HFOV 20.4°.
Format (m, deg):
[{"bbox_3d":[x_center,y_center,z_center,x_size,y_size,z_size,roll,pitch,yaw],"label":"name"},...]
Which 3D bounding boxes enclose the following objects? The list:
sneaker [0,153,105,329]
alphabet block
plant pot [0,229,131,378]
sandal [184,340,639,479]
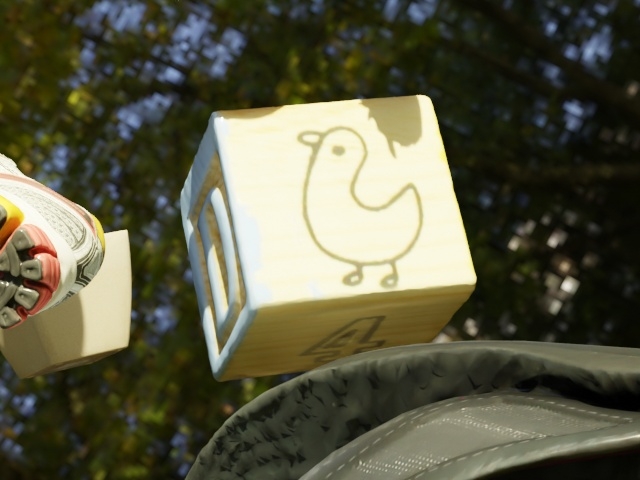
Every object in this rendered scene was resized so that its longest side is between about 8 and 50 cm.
[{"bbox_3d":[-0.210,-0.014,0.911,0.092,0.225,0.088,-14,-56,-61],"label":"sneaker"},{"bbox_3d":[0.000,0.000,1.558,0.197,0.192,0.193,-7,-20,-17],"label":"alphabet block"},{"bbox_3d":[-0.218,0.058,1.490,0.109,0.096,0.109,-12,-8,-36],"label":"plant pot"},{"bbox_3d":[0.069,0.108,0.533,0.107,0.445,0.168,-15,-92,-44],"label":"sandal"}]
